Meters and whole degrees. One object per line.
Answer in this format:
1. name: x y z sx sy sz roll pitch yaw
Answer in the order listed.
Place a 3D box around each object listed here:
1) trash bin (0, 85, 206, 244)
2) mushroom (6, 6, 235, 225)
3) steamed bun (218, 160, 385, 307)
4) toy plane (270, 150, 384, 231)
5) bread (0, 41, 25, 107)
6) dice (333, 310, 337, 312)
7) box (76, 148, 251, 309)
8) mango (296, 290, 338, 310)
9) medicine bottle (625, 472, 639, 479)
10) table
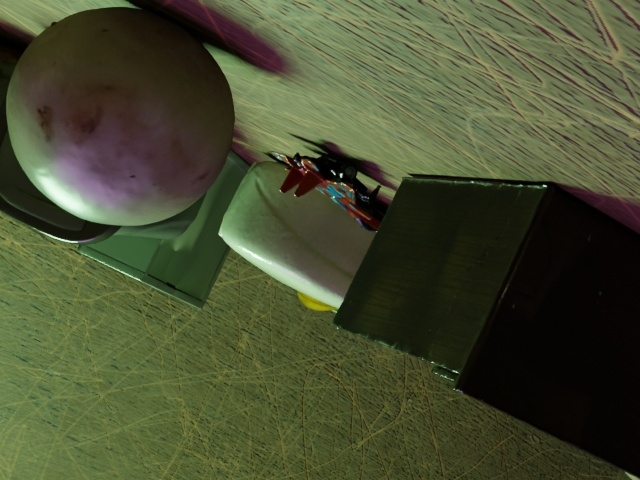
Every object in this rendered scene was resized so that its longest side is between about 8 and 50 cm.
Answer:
1. trash bin: -0.257 -0.105 1.385 0.219 0.220 0.250 24 -178 18
2. mushroom: -0.178 -0.126 1.045 0.207 0.207 0.215 26 -152 -9
3. steamed bun: 0.000 0.000 1.495 0.241 0.146 0.164 28 178 -37
4. toy plane: 0.031 -0.055 1.303 0.189 0.061 0.130 23 176 -37
5. bread: -0.458 -0.163 1.556 0.250 0.225 0.279 23 170 0
6. dice: 0.038 0.066 2.069 0.120 0.128 0.131 30 174 -29
7. box: -0.213 -0.042 1.629 0.117 0.225 0.225 23 174 20
8. mango: 0.030 0.048 1.852 0.177 0.120 0.295 -2 171 -6
9. medicine bottle: 0.339 0.145 1.205 0.114 0.114 0.252 27 -156 -21
10. table: 0.198 0.076 1.105 0.250 0.196 0.282 26 175 -24
